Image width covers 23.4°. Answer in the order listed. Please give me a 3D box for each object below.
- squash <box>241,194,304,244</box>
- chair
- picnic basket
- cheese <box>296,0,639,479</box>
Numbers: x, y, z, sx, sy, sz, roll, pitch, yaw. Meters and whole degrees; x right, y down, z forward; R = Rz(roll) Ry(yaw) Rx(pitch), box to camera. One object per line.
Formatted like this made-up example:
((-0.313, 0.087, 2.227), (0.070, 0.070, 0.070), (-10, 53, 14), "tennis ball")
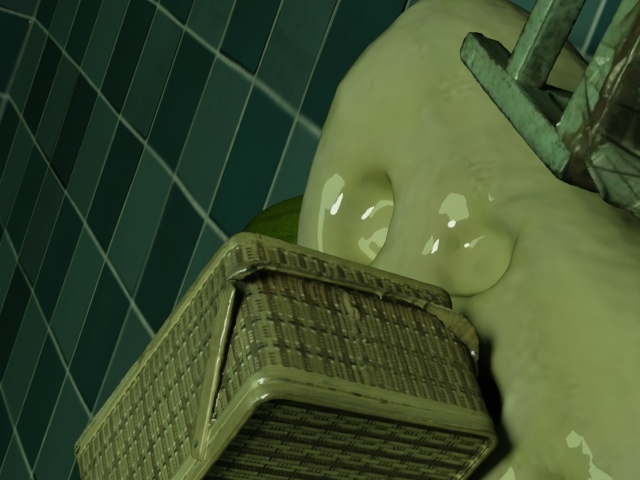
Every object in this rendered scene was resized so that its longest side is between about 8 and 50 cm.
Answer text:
((0.000, 0.000, 1.011), (0.258, 0.069, 0.069), (-16, 61, 64), "squash")
((0.174, -0.061, 0.573), (0.147, 0.136, 0.270), (-66, 26, 21), "chair")
((-0.018, 0.084, 0.620), (0.164, 0.115, 0.079), (-54, 35, 34), "picnic basket")
((0.101, 0.048, 0.685), (0.328, 0.129, 0.351), (3, 78, 61), "cheese")
